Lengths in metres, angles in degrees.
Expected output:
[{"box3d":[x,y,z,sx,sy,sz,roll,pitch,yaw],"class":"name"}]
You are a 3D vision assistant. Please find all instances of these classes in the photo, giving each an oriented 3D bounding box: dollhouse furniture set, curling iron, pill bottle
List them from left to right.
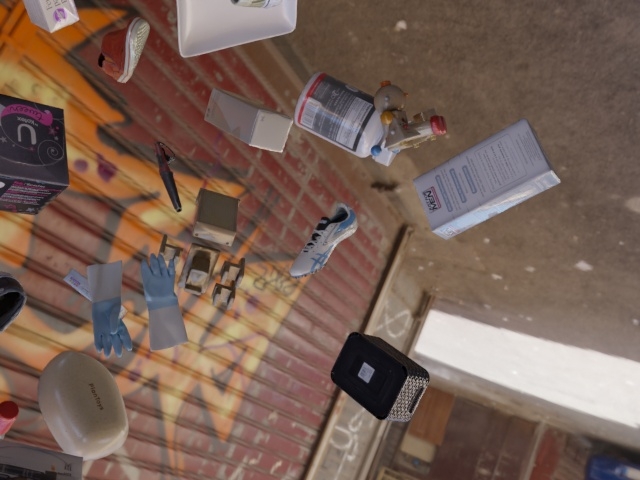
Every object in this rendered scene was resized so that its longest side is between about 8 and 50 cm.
[{"box3d":[-0.383,-0.166,1.667,0.068,0.035,0.274,34,-160,-43],"class":"curling iron"},{"box3d":[-0.292,0.018,1.648,0.212,0.242,0.161,17,-149,-15],"class":"dollhouse furniture set"},{"box3d":[0.087,-0.323,1.753,0.283,0.161,0.161,28,167,8],"class":"pill bottle"}]

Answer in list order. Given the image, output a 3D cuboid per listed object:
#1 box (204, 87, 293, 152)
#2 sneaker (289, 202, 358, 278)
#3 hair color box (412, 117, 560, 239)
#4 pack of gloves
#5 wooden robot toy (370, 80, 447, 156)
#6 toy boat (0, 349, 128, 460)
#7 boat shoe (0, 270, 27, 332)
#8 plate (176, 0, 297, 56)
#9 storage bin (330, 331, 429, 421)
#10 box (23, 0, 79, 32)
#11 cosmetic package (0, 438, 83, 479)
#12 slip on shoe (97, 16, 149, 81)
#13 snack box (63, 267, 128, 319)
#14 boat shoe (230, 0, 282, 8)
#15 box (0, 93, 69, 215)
[{"box3d":[-0.245,-0.407,2.189,0.148,0.121,0.311,8,-162,-40],"class":"box"},{"box3d":[0.000,0.000,1.575,0.085,0.237,0.086,3,132,49],"class":"sneaker"},{"box3d":[0.478,-0.173,1.914,0.374,0.185,0.113,-29,153,25],"class":"hair color box"},{"box3d":[-0.404,0.132,1.418,0.195,0.232,0.046,-13,155,-6],"class":"pack of gloves"},{"box3d":[0.095,-0.145,0.735,0.076,0.079,0.173,-19,-177,21],"class":"wooden robot toy"},{"box3d":[-0.603,0.385,1.471,0.318,0.267,0.148,1,145,-50],"class":"toy boat"},{"box3d":[-0.659,0.179,1.166,0.102,0.301,0.108,25,148,47],"class":"boat shoe"},{"box3d":[-0.172,-0.529,1.324,0.045,0.278,0.277,52,152,34],"class":"plate"},{"box3d":[0.122,0.284,1.368,0.084,0.122,0.180,20,-172,-46],"class":"storage bin"},{"box3d":[-0.480,-0.503,1.056,0.067,0.063,0.324,30,144,28],"class":"box"},{"box3d":[-0.526,0.419,1.012,0.284,0.097,0.377,19,179,-20],"class":"cosmetic package"},{"box3d":[-0.523,-0.501,1.713,0.101,0.123,0.331,25,168,-23],"class":"slip on shoe"},{"box3d":[-0.531,0.131,1.550,0.141,0.037,0.100,34,165,10],"class":"snack box"},{"box3d":[-0.104,-0.547,1.119,0.109,0.094,0.302,35,134,37],"class":"boat shoe"},{"box3d":[-0.571,-0.155,1.097,0.142,0.163,0.247,-26,157,38],"class":"box"}]
